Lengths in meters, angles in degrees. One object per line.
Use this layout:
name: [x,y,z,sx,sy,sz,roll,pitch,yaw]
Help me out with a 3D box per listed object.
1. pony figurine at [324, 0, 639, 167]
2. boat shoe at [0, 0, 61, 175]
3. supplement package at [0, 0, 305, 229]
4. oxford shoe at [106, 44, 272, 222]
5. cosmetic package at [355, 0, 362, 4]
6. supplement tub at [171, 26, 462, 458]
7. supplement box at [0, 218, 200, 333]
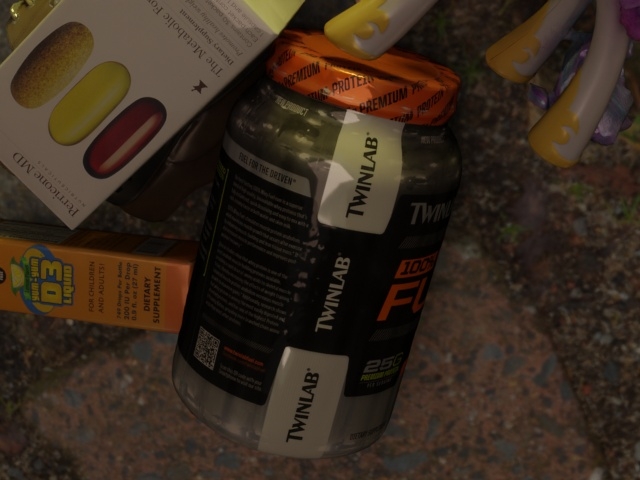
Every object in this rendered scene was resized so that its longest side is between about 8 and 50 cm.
pony figurine: [0.209,-0.235,0.981,0.351,0.303,0.363,29,130,5]
boat shoe: [-0.231,-0.185,1.238,0.103,0.113,0.302,15,108,5]
supplement package: [-0.150,-0.149,1.106,0.139,0.134,0.244,45,113,-9]
oxford shoe: [-0.104,-0.111,1.262,0.227,0.083,0.096,-46,129,10]
cosmetic package: [0.128,-0.278,1.149,0.231,0.085,0.117,-16,103,18]
supplement tub: [0.000,0.000,1.195,0.207,0.207,0.338,17,110,7]
supplement box: [-0.224,0.034,1.323,0.233,0.080,0.078,6,106,12]
